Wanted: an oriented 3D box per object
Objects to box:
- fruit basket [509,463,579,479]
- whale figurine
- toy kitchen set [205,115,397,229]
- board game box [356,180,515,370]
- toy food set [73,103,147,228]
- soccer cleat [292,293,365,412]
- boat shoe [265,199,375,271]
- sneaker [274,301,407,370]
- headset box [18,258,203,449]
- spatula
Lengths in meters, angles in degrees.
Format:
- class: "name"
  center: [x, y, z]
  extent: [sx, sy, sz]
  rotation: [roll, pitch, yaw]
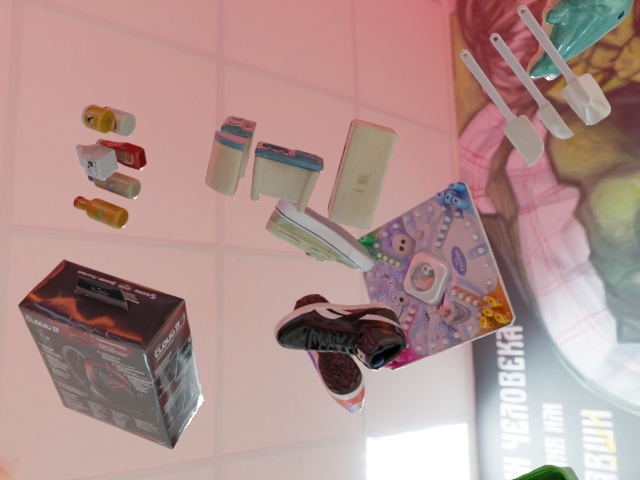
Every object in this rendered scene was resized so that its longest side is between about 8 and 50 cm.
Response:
- class: "fruit basket"
  center: [0.429, 0.657, 1.250]
  extent: [0.392, 0.283, 0.392]
  rotation: [36, -147, -28]
- class: "whale figurine"
  center: [0.549, -0.455, 1.355]
  extent: [0.216, 0.141, 0.272]
  rotation: [-7, -49, -43]
- class: "toy kitchen set"
  center: [-0.027, -0.117, 0.815]
  extent: [0.207, 0.166, 0.122]
  rotation: [14, -71, -6]
- class: "board game box"
  center: [0.266, 0.096, 1.670]
  extent: [0.050, 0.390, 0.390]
  rotation: [10, -122, -47]
- class: "toy food set"
  center: [-0.378, -0.143, 1.106]
  extent: [0.111, 0.104, 0.232]
  rotation: [-54, -24, -42]
- class: "soccer cleat"
  center: [0.018, 0.258, 1.498]
  extent: [0.109, 0.318, 0.116]
  rotation: [-23, -46, -7]
- class: "boat shoe"
  center: [0.000, 0.000, 1.554]
  extent: [0.302, 0.109, 0.094]
  rotation: [33, -74, -25]
- class: "sneaker"
  center: [0.038, 0.164, 1.062]
  extent: [0.217, 0.121, 0.079]
  rotation: [-8, -58, -11]
- class: "headset box"
  center: [-0.313, 0.170, 0.991]
  extent: [0.293, 0.218, 0.110]
  rotation: [91, -159, -43]
- class: "spatula"
  center: [0.369, -0.275, 1.123]
  extent: [0.242, 0.168, 0.019]
  rotation: [57, -151, 4]
